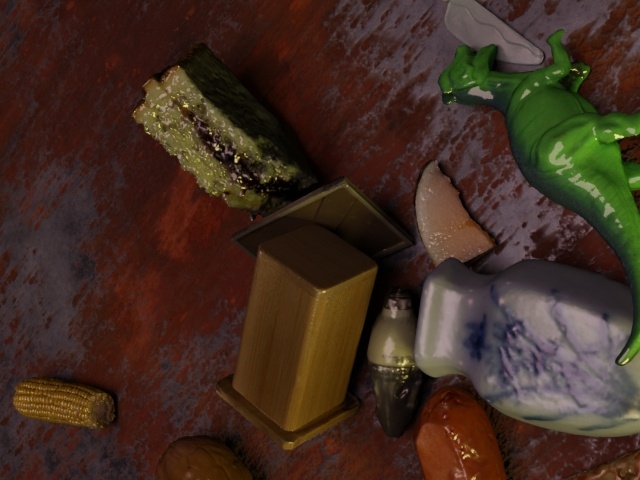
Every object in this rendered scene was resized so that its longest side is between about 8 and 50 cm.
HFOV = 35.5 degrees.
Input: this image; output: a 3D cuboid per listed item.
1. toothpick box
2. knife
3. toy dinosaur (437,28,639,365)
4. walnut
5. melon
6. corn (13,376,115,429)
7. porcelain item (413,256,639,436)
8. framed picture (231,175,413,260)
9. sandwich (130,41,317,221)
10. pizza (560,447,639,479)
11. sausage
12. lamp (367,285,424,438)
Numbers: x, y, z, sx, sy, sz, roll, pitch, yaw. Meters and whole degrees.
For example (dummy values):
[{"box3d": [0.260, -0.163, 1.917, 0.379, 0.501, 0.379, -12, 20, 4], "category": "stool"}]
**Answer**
[{"box3d": [-0.030, 0.150, 1.644, 0.187, 0.190, 0.308, 35, 127, 32], "category": "toothpick box"}, {"box3d": [0.226, -0.375, 1.617, 0.331, 0.044, 0.080, 50, 116, 21], "category": "knife"}, {"box3d": [0.303, -0.087, 1.415, 0.374, 0.144, 0.500, 6, 64, 27], "category": "toy dinosaur"}, {"box3d": [-0.215, 0.449, 1.842, 0.207, 0.167, 0.167, 36, 110, 32], "category": "walnut"}, {"box3d": [0.198, -0.036, 1.622, 0.098, 0.054, 0.182, -40, 68, 22], "category": "melon"}, {"box3d": [-0.542, 0.341, 2.108, 0.244, 0.093, 0.093, 4, 92, 30], "category": "corn"}, {"box3d": [0.343, 0.155, 1.441, 0.405, 0.178, 0.243, 13, 98, 34], "category": "porcelain item"}, {"box3d": [0.000, 0.000, 1.691, 0.260, 0.189, 0.023, -26, 40, 32], "category": "framed picture"}, {"box3d": [-0.151, -0.177, 1.711, 0.131, 0.262, 0.325, -42, 100, 16], "category": "sandwich"}, {"box3d": [0.433, 0.364, 1.464, 0.176, 0.036, 0.185, 18, 100, 34], "category": "pizza"}, {"box3d": [0.223, 0.355, 1.555, 0.133, 0.133, 0.258, -18, 82, 33], "category": "sausage"}, {"box3d": [0.125, 0.201, 1.642, 0.101, 0.101, 0.250, 7, 101, 35], "category": "lamp"}]
